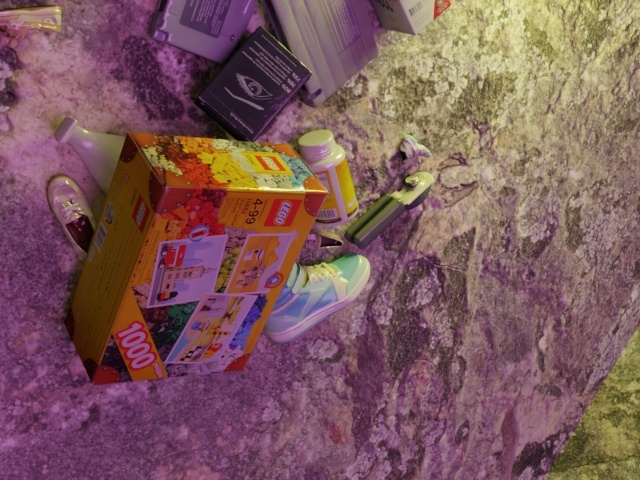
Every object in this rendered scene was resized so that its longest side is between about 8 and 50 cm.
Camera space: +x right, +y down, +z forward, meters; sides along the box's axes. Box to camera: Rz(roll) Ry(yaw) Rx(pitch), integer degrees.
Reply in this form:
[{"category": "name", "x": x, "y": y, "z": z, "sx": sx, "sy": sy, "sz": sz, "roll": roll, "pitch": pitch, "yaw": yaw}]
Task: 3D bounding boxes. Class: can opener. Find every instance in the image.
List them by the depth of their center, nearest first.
[{"category": "can opener", "x": 0.187, "y": -0.076, "z": 2.319, "sx": 0.280, "sy": 0.074, "sz": 0.093, "roll": -40, "pitch": 127, "yaw": -16}]

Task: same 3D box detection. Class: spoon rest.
[{"category": "spoon rest", "x": -0.436, "y": -0.173, "z": 1.846, "sx": 0.137, "sy": 0.084, "sz": 0.276, "roll": -55, "pitch": 143, "yaw": -3}]

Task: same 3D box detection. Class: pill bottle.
[{"category": "pill bottle", "x": 0.013, "y": -0.147, "z": 2.137, "sx": 0.117, "sy": 0.117, "sz": 0.215, "roll": -30, "pitch": 124, "yaw": -22}]

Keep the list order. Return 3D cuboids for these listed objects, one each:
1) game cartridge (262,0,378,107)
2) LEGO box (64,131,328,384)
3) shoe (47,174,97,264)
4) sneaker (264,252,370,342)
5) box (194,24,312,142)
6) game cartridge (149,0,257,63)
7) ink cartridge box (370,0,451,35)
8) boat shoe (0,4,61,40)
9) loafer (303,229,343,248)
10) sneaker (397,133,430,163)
[{"category": "game cartridge", "x": -0.003, "y": -0.496, "z": 1.992, "sx": 0.230, "sy": 0.068, "sz": 0.355, "roll": -46, "pitch": 137, "yaw": -22}, {"category": "LEGO box", "x": -0.265, "y": 0.042, "z": 1.866, "sx": 0.373, "sy": 0.193, "sz": 0.500, "roll": 0, "pitch": 129, "yaw": -37}, {"category": "shoe", "x": -0.493, "y": -0.036, "z": 1.862, "sx": 0.077, "sy": 0.058, "sz": 0.219, "roll": -31, "pitch": 124, "yaw": -21}, {"category": "sneaker", "x": -0.027, "y": 0.088, "z": 2.203, "sx": 0.319, "sy": 0.127, "sz": 0.208, "roll": -37, "pitch": 127, "yaw": -18}, {"category": "box", "x": -0.145, "y": -0.323, "z": 1.924, "sx": 0.153, "sy": 0.108, "sz": 0.207, "roll": 42, "pitch": 83, "yaw": -11}, {"category": "game cartridge", "x": -0.218, "y": -0.524, "z": 1.861, "sx": 0.196, "sy": 0.060, "sz": 0.294, "roll": 16, "pitch": 99, "yaw": -35}, {"category": "ink cartridge box", "x": 0.189, "y": -0.584, "z": 2.074, "sx": 0.128, "sy": 0.127, "sz": 0.176, "roll": -41, "pitch": 127, "yaw": -14}, {"category": "boat shoe", "x": -0.555, "y": -0.396, "z": 1.665, "sx": 0.170, "sy": 0.063, "sz": 0.059, "roll": -15, "pitch": 111, "yaw": -31}, {"category": "loafer", "x": 0.000, "y": 0.000, "z": 2.239, "sx": 0.125, "sy": 0.039, "sz": 0.045, "roll": 0, "pitch": 109, "yaw": -36}, {"category": "sneaker", "x": 0.233, "y": -0.221, "z": 2.318, "sx": 0.098, "sy": 0.038, "sz": 0.069, "roll": 33, "pitch": 90, "yaw": -30}]
